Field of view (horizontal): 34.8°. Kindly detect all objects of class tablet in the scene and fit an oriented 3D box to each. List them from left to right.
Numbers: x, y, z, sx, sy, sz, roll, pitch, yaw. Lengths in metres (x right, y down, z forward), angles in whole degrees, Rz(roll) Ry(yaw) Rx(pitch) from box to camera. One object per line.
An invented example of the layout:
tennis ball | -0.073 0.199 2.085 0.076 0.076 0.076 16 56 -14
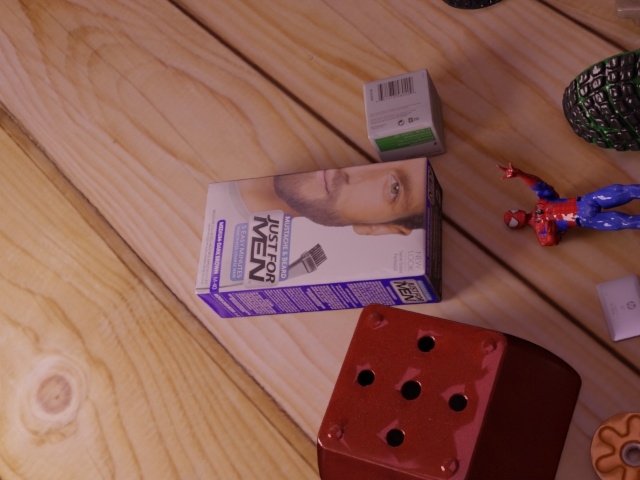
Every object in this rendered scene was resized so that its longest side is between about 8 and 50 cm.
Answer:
tablet | 0.394 0.087 1.323 0.054 0.006 0.083 -16 61 13

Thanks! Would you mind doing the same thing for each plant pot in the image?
plant pot | 0.137 0.215 1.225 0.267 0.236 0.267 12 70 26

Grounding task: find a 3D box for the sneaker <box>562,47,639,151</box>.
sneaker | 0.498 -0.219 1.382 0.343 0.146 0.134 -16 102 26

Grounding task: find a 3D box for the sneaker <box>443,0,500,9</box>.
sneaker | 0.289 -0.438 1.599 0.234 0.084 0.097 -20 36 10

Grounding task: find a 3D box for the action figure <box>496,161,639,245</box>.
action figure | 0.336 -0.048 1.307 0.280 0.139 0.092 -8 71 46

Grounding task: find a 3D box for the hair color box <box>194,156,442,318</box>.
hair color box | 0.000 0.000 1.462 0.338 0.110 0.185 -5 62 17

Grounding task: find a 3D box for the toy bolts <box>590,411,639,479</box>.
toy bolts | 0.414 0.263 1.138 0.218 0.158 0.229 -11 61 16

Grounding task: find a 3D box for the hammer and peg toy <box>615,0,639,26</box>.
hammer and peg toy | 0.604 -0.423 1.423 0.361 0.127 0.266 2 66 22

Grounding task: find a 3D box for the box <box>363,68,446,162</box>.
box | 0.125 -0.182 1.513 0.101 0.087 0.102 -11 62 16
